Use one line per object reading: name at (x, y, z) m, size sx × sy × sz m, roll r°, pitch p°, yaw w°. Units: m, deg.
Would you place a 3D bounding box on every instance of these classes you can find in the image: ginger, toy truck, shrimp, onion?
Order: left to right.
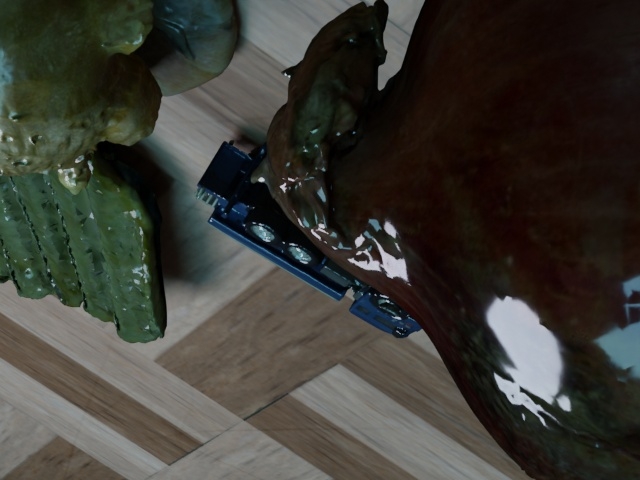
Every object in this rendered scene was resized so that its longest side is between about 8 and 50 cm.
ginger at (-0.181, -0.113, 1.062) m, size 0.216 × 0.157 × 0.102 m, roll 83°, pitch 165°, yaw -45°
shrimp at (-0.185, -0.193, 1.090) m, size 0.289 × 0.075 × 0.178 m, roll 33°, pitch 142°, yaw -6°
toy truck at (0.000, 0.000, 1.228) m, size 0.201 × 0.074 × 0.088 m, roll 31°, pitch 155°, yaw -4°
onion at (0.176, -0.029, 0.790) m, size 0.353 × 0.354 × 0.354 m, roll 21°, pitch 150°, yaw 13°

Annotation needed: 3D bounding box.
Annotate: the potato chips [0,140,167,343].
potato chips at (-0.290, -0.064, 1.376) m, size 0.358 × 0.070 × 0.429 m, roll 17°, pitch 149°, yaw 22°
